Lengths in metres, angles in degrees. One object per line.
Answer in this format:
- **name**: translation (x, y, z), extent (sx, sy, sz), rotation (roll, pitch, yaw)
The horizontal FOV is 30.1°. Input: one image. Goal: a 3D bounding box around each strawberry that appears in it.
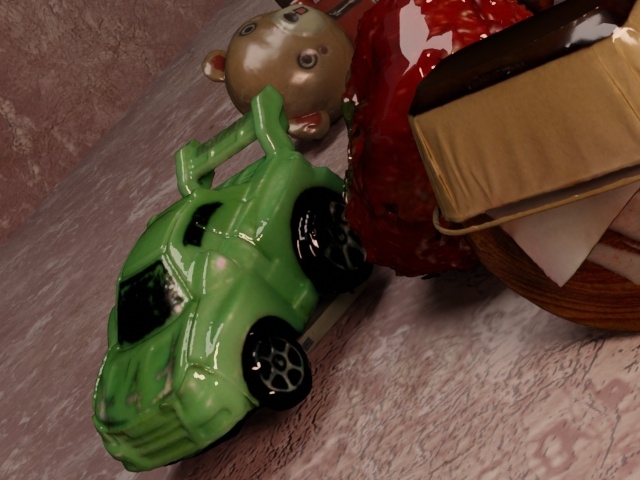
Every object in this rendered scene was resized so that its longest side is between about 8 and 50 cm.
- **strawberry**: translation (0.128, -0.104, 1.007), extent (0.220, 0.274, 0.274), rotation (0, 26, 3)

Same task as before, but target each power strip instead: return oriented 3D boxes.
- **power strip**: translation (0.000, 0.071, 1.142), extent (0.136, 0.019, 0.051), rotation (-48, 18, -19)

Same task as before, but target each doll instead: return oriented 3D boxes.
- **doll**: translation (0.004, -0.278, 1.679), extent (0.330, 0.235, 0.174), rotation (-42, -26, -25)

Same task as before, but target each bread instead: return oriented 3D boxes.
- **bread**: translation (0.175, -0.043, 0.758), extent (0.224, 0.212, 0.142), rotation (-18, 24, 42)

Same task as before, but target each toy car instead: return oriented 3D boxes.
- **toy car**: translation (-0.096, 0.039, 1.099), extent (0.213, 0.176, 0.358), rotation (-27, 24, 41)

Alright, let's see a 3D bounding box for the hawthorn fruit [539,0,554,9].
- **hawthorn fruit**: translation (0.185, -0.276, 1.393), extent (0.162, 0.162, 0.203), rotation (-47, 1, -15)
